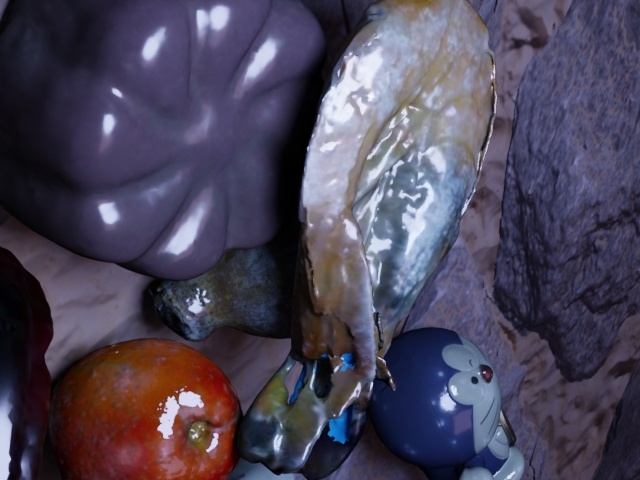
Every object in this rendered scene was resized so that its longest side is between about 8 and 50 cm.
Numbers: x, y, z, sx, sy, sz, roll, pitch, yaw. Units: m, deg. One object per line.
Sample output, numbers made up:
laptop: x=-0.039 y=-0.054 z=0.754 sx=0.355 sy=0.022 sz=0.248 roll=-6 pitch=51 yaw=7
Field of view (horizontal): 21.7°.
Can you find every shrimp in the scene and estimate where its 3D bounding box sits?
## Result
shrimp: x=0.039 y=-0.007 z=1.422 sx=0.221 sy=0.110 sz=0.446 roll=13 pitch=96 yaw=-54

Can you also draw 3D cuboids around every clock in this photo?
clock: x=0.142 y=0.198 z=1.862 sx=0.146 sy=0.200 sz=0.243 roll=-22 pitch=144 yaw=10

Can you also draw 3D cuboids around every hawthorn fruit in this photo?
hawthorn fruit: x=-0.149 y=0.168 z=1.481 sx=0.173 sy=0.173 sz=0.173 roll=-28 pitch=131 yaw=-38

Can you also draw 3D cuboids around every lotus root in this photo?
lotus root: x=0.002 y=0.000 z=1.573 sx=0.349 sy=0.175 sz=0.175 roll=-26 pitch=130 yaw=-35

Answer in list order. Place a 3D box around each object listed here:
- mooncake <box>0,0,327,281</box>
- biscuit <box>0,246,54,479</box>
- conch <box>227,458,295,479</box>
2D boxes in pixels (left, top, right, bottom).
mooncake: x=-0.125 y=-0.106 z=1.369 sx=0.306 sy=0.154 sz=0.306 roll=-27 pitch=131 yaw=-36
biscuit: x=-0.288 y=0.191 z=1.150 sx=0.091 sy=0.407 sz=0.407 roll=23 pitch=94 yaw=-25
conch: x=-0.119 y=0.264 z=1.585 sx=0.221 sy=0.121 sz=0.185 roll=-36 pitch=171 yaw=-16
